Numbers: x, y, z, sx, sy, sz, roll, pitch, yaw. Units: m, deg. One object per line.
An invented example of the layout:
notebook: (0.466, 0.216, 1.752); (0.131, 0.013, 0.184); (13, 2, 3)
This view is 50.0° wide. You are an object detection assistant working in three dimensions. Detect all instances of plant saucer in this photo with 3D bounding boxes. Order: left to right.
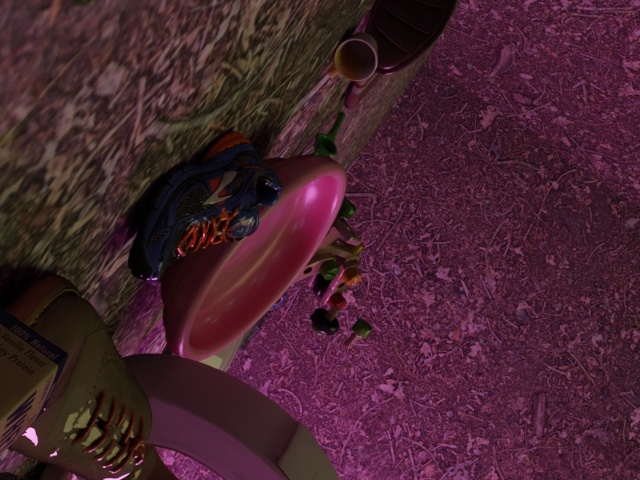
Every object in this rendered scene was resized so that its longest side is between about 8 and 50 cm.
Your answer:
plant saucer: (-0.097, 0.012, 0.927); (0.332, 0.084, 0.332); (-48, 167, -16)

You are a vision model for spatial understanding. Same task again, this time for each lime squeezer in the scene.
lime squeezer: (-0.010, -0.163, 1.397); (0.310, 0.059, 0.110); (-55, 179, -21)

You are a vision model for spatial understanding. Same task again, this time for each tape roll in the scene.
tape roll: (-0.154, 0.313, 0.888); (0.392, 0.392, 0.072); (-56, 178, 40)

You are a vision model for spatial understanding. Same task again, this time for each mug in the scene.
mug: (0.049, -0.273, 1.000); (0.064, 0.078, 0.062); (-68, 157, -54)

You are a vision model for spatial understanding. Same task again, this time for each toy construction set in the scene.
toy construction set: (0.000, 0.000, 1.352); (0.237, 0.257, 0.309); (-53, -149, 19)

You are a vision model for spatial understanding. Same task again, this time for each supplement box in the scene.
supplement box: (-0.183, 0.070, 0.321); (0.056, 0.083, 0.083); (-55, 180, 36)

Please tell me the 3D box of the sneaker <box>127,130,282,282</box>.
sneaker: (-0.102, -0.031, 0.657); (0.083, 0.087, 0.221); (-57, 178, 43)

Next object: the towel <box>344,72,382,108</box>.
towel: (0.146, -0.410, 1.289); (0.237, 0.037, 0.329); (-52, 176, -23)

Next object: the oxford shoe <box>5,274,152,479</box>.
oxford shoe: (-0.185, 0.123, 0.540); (0.123, 0.130, 0.348); (-55, 179, -19)

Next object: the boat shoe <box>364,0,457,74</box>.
boat shoe: (0.172, -0.388, 1.031); (0.307, 0.111, 0.104); (-55, 178, 24)

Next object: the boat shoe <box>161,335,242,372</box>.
boat shoe: (-0.197, 0.145, 1.162); (0.319, 0.099, 0.116); (-58, 139, -28)

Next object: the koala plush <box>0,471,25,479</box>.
koala plush: (-0.345, 0.361, 0.648); (0.221, 0.203, 0.196); (-30, 174, -31)

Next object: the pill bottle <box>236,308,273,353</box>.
pill bottle: (-0.180, 0.150, 1.463); (0.246, 0.130, 0.130); (-55, 179, -12)

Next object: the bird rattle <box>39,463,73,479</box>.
bird rattle: (-0.384, 0.409, 0.961); (0.253, 0.143, 0.207); (-133, -119, -88)
